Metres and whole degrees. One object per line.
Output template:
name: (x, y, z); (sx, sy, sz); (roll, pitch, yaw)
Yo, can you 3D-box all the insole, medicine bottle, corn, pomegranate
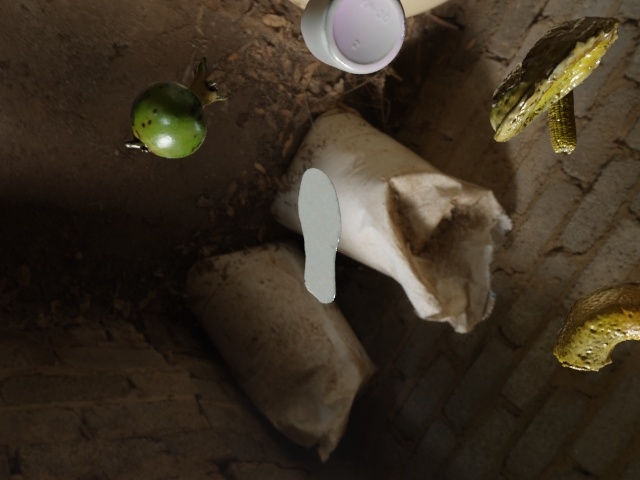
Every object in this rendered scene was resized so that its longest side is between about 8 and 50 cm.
insole: (0.000, 0.000, 0.662); (0.004, 0.065, 0.197); (-36, 135, -44)
medicine bottle: (0.052, -0.445, 1.075); (0.170, 0.293, 0.170); (-5, 113, -12)
corn: (0.735, -0.381, 1.579); (0.080, 0.080, 0.238); (2, 85, -42)
pomegranate: (-0.282, -0.259, 1.010); (0.156, 0.156, 0.220); (42, 58, -48)

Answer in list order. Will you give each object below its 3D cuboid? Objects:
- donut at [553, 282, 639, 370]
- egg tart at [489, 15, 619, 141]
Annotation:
donut: (0.532, 0.151, 0.877); (0.101, 0.259, 0.152); (-16, 105, -59)
egg tart: (0.357, -0.265, 0.831); (0.232, 0.098, 0.252); (-39, 169, -21)
